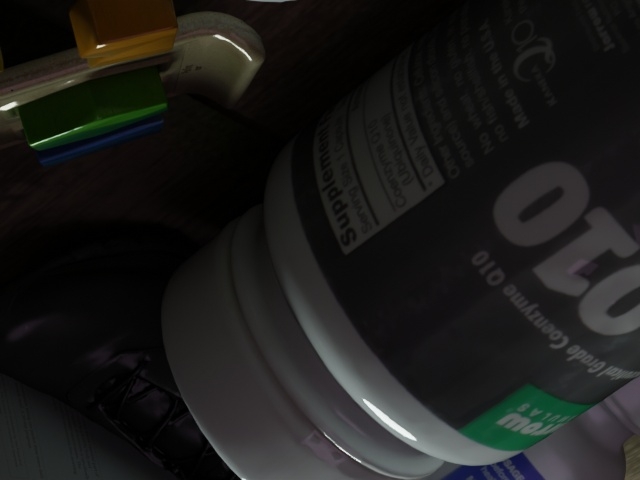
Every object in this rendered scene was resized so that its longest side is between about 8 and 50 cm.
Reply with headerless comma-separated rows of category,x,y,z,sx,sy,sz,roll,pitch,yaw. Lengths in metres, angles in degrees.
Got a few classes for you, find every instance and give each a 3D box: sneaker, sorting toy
sneaker,-0.072,0.085,1.086,0.286,0.130,0.109,18,135,-42
sorting toy,-0.137,-0.049,0.791,0.229,0.041,0.307,-13,180,-6

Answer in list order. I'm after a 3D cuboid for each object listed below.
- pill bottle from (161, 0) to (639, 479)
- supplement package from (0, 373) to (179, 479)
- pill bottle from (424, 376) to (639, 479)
pill bottle,0.103,-0.015,0.953,0.361,0.204,0.204,-37,144,27
supplement package,-0.151,0.189,1.139,0.203,0.194,0.149,16,134,-42
pill bottle,0.099,0.134,1.220,0.272,0.152,0.152,-36,145,15
